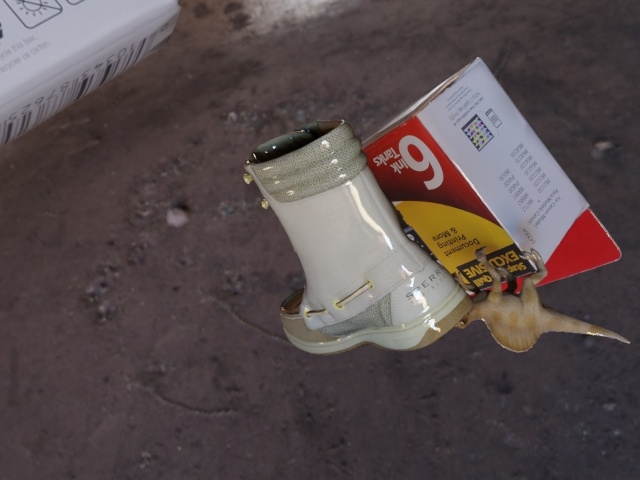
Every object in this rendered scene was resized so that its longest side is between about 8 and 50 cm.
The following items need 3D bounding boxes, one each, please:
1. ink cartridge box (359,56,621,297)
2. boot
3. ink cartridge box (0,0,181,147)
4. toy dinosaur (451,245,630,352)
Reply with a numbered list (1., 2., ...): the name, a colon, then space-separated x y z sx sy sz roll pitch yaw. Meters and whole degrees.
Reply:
1. ink cartridge box: 0.136 -0.013 1.062 0.130 0.272 0.309 -44 8 -33
2. boot: 0.000 0.000 0.670 0.077 0.165 0.213 -40 13 -26
3. ink cartridge box: -0.268 -0.131 0.358 0.303 0.307 0.072 -40 -2 -26
4. toy dinosaur: 0.179 0.058 0.828 0.183 0.053 0.092 8 58 -19
